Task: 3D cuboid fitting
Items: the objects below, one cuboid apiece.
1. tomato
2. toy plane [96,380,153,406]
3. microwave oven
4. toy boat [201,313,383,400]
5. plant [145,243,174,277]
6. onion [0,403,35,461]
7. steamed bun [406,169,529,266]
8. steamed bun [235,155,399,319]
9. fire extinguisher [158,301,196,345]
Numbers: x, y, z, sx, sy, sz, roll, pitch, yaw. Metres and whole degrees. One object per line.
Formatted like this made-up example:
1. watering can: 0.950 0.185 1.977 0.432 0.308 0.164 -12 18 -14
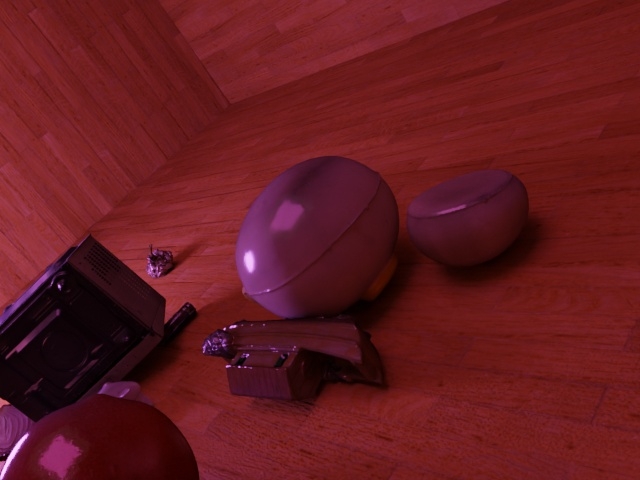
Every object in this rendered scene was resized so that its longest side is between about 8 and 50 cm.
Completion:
1. tomato: -0.353 0.404 1.066 0.322 0.321 0.321 -29 24 14
2. toy plane: -0.501 0.415 1.510 0.245 0.117 0.244 -42 8 8
3. microwave oven: -0.632 0.244 1.701 0.394 0.333 0.247 -43 17 8
4. toy boat: -0.066 0.225 1.265 0.446 0.136 0.162 -10 39 43
5. plant: -0.556 0.064 2.244 0.117 0.122 0.104 -15 41 24
6. onion: -0.802 0.508 1.752 0.206 0.151 0.098 -27 -12 -7
7. steamed bun: 0.283 -0.032 1.265 0.232 0.145 0.232 -21 15 6
8. steamed bun: -0.004 -0.005 1.393 0.334 0.334 0.374 -9 32 46
9. fire extinguisher: -0.398 0.234 1.795 0.064 0.043 0.158 0 42 51
